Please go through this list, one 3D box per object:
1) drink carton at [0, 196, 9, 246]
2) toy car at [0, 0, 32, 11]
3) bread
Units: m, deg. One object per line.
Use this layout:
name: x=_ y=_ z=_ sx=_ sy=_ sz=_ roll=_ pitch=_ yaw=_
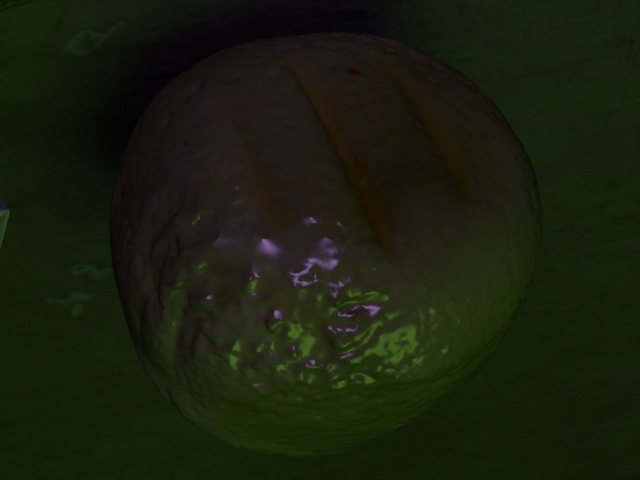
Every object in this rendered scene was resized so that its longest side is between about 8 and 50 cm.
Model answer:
drink carton: x=-0.302 y=0.014 z=1.220 sx=0.101 sy=0.134 sz=0.222 roll=-6 pitch=138 yaw=-31
toy car: x=-0.232 y=-0.239 z=0.983 sx=0.124 sy=0.101 sz=0.257 roll=-20 pitch=146 yaw=-10
bread: x=0.004 y=-0.008 z=1.257 sx=0.320 sy=0.320 sz=0.237 roll=-6 pitch=140 yaw=-32
